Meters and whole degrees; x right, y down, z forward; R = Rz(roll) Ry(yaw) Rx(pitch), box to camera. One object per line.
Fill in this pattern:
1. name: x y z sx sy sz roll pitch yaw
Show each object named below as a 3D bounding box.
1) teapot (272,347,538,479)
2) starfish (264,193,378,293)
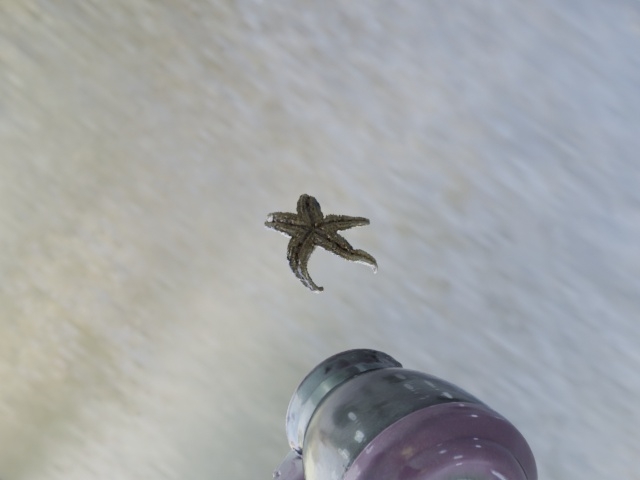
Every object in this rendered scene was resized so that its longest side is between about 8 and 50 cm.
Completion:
1. teapot: 0.036 0.133 0.992 0.116 0.148 0.146 6 -160 -28
2. starfish: 0.000 0.000 1.257 0.091 0.078 0.028 26 141 23
